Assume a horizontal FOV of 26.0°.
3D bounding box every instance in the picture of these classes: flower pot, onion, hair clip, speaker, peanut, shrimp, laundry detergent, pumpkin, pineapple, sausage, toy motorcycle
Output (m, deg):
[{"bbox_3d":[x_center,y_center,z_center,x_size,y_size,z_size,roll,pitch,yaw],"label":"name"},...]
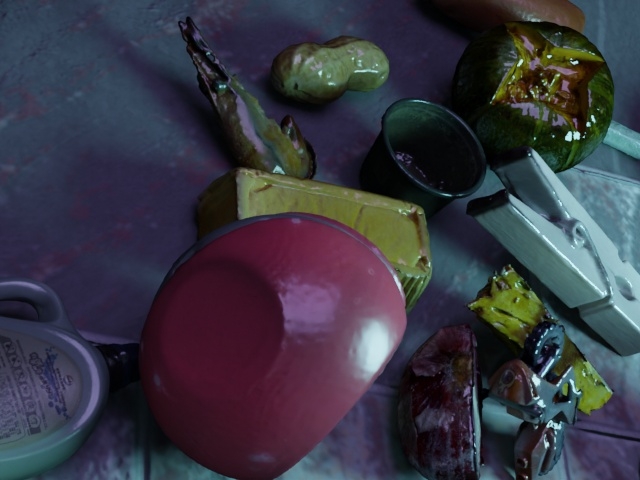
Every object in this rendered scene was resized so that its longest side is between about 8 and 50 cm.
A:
[{"bbox_3d":[0.124,-0.095,1.824,0.157,0.107,0.157,18,49,-22],"label":"flower pot"},{"bbox_3d":[0.140,0.202,1.624,0.098,0.151,0.206,-3,41,9],"label":"onion"},{"bbox_3d":[0.329,0.021,1.822,0.331,0.085,0.101,44,45,-25],"label":"hair clip"},{"bbox_3d":[-0.047,0.106,1.451,0.294,0.294,0.294,16,51,-20],"label":"speaker"},{"bbox_3d":[0.017,-0.230,1.877,0.192,0.089,0.089,-18,68,-38],"label":"peanut"},{"bbox_3d":[-0.100,-0.169,1.779,0.117,0.066,0.262,-27,88,-56],"label":"shrimp"},{"bbox_3d":[-0.311,0.133,1.400,0.280,0.105,0.215,-14,64,-35],"label":"laundry detergent"},{"bbox_3d":[0.298,-0.199,1.967,0.238,0.159,0.238,3,71,-10],"label":"pumpkin"},{"bbox_3d":[0.263,0.117,1.739,0.233,0.079,0.135,48,6,-15],"label":"pineapple"},{"bbox_3d":[0.273,-0.358,2.103,0.259,0.113,0.114,24,49,-15],"label":"sausage"},{"bbox_3d":[0.246,0.200,1.634,0.084,0.212,0.118,19,38,37],"label":"toy motorcycle"}]

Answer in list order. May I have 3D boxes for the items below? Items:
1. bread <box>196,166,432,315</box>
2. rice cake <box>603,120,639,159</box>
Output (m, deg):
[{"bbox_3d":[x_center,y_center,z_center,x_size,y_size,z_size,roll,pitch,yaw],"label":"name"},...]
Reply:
[{"bbox_3d":[0.000,0.000,1.672,0.288,0.119,0.153,10,56,-23],"label":"bread"},{"bbox_3d":[0.407,-0.179,2.101,0.207,0.033,0.033,26,38,-10],"label":"rice cake"}]
